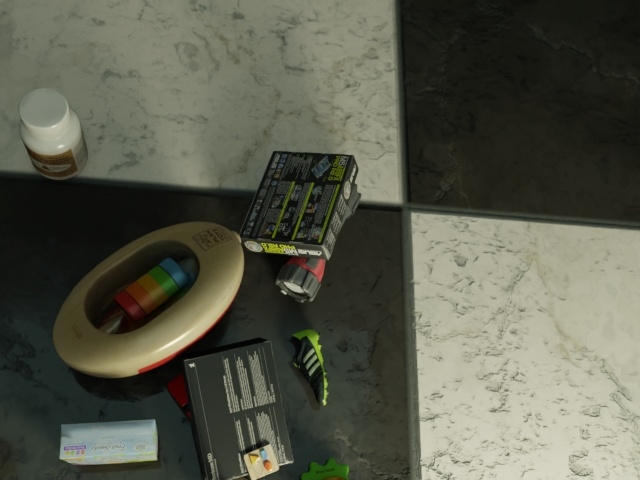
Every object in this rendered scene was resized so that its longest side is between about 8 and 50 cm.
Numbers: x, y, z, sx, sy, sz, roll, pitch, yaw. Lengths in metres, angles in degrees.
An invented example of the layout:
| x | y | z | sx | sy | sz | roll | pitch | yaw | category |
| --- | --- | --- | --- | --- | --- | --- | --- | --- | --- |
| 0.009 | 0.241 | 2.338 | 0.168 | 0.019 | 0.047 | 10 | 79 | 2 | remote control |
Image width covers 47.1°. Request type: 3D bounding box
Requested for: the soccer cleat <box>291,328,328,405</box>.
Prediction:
| x | y | z | sx | sy | sz | roll | pitch | yaw | category |
| --- | --- | --- | --- | --- | --- | --- | --- | --- | --- |
| -0.024 | 0.289 | 1.665 | 0.072 | 0.060 | 0.178 | -10 | 64 | -4 | soccer cleat |

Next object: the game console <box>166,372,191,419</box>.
| x | y | z | sx | sy | sz | roll | pitch | yaw | category |
| --- | --- | --- | --- | --- | --- | --- | --- | --- | --- |
| -0.242 | 0.335 | 1.624 | 0.144 | 0.085 | 0.124 | -36 | 110 | -20 | game console |

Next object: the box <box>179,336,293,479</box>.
| x | y | z | sx | sy | sz | roll | pitch | yaw | category |
| --- | --- | --- | --- | --- | --- | --- | --- | --- | --- |
| -0.178 | 0.352 | 1.538 | 0.184 | 0.103 | 0.261 | -11 | 91 | -19 | box |

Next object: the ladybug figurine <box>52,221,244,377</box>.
| x | y | z | sx | sy | sz | roll | pitch | yaw | category |
| --- | --- | --- | --- | --- | --- | --- | --- | --- | --- |
| -0.345 | 0.133 | 1.575 | 0.449 | 0.162 | 0.305 | -35 | 52 | -18 | ladybug figurine |

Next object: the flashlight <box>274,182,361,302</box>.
| x | y | z | sx | sy | sz | roll | pitch | yaw | category |
| --- | --- | --- | --- | --- | --- | --- | --- | --- | --- |
| 0.000 | 0.000 | 1.761 | 0.103 | 0.103 | 0.304 | 10 | 58 | 30 | flashlight |

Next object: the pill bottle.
| x | y | z | sx | sy | sz | roll | pitch | yaw | category |
| --- | --- | --- | --- | --- | --- | --- | --- | --- | --- |
| -0.605 | -0.240 | 1.660 | 0.131 | 0.229 | 0.131 | 4 | 69 | -9 | pill bottle |

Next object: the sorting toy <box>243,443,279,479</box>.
| x | y | z | sx | sy | sz | roll | pitch | yaw | category |
| --- | --- | --- | --- | --- | --- | --- | --- | --- | --- |
| -0.116 | 0.464 | 1.495 | 0.062 | 0.012 | 0.083 | -20 | 94 | -17 | sorting toy |

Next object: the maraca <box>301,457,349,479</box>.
| x | y | z | sx | sy | sz | roll | pitch | yaw | category |
| --- | --- | --- | --- | --- | --- | --- | --- | --- | --- |
| 0.027 | 0.546 | 1.552 | 0.127 | 0.099 | 0.185 | -7 | 44 | -16 | maraca |

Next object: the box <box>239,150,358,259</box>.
| x | y | z | sx | sy | sz | roll | pitch | yaw | category |
| --- | --- | --- | --- | --- | --- | --- | --- | --- | --- |
| -0.049 | -0.089 | 1.736 | 0.216 | 0.060 | 0.270 | 5 | 58 | 21 | box |

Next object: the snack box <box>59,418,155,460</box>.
| x | y | z | sx | sy | sz | roll | pitch | yaw | category |
| --- | --- | --- | --- | --- | --- | --- | --- | --- | --- |
| -0.414 | 0.403 | 1.459 | 0.175 | 0.207 | 0.070 | -1 | 69 | -11 | snack box |

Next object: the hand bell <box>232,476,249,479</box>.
| x | y | z | sx | sy | sz | roll | pitch | yaw | category |
| --- | --- | --- | --- | --- | --- | --- | --- | --- | --- |
| -0.166 | 0.518 | 1.443 | 0.126 | 0.242 | 0.126 | 4 | 68 | -10 | hand bell |
